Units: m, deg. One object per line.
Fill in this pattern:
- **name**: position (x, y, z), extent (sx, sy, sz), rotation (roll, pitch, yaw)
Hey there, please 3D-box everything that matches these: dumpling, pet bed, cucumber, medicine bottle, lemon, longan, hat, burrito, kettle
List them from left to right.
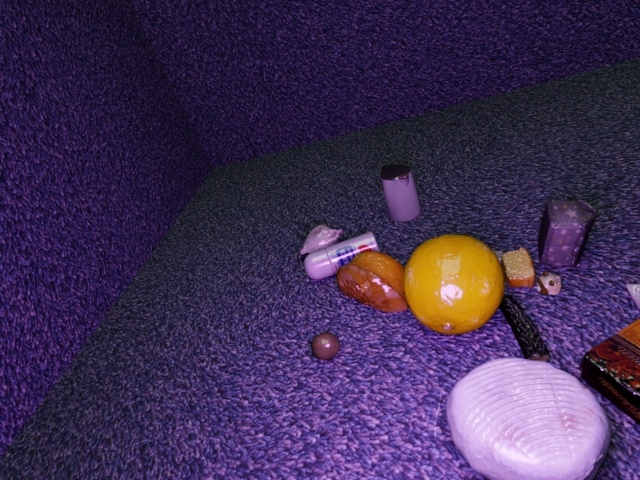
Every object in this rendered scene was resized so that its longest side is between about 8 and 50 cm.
- **dumpling**: position (0.000, 0.000, 2.022), extent (0.247, 0.142, 0.172), rotation (-24, -3, 8)
- **longan**: position (0.019, 0.377, 1.463), extent (0.106, 0.106, 0.119), rotation (-11, -6, 15)
- **medicine bottle**: position (0.090, 0.075, 1.830), extent (0.342, 0.130, 0.130), rotation (-19, 32, 3)
- **kettle**: position (0.381, -0.248, 2.030), extent (0.165, 0.255, 0.240), rotation (-30, 33, -9)
- **lemon**: position (0.437, 0.146, 1.354), extent (0.349, 0.347, 0.347), rotation (-15, 33, 10)
- **cucumber**: position (0.632, 0.265, 1.294), extent (0.072, 0.072, 0.300), rotation (-15, 33, 10)
- **hat**: position (0.787, 0.144, 1.401), extent (0.076, 0.059, 0.077), rotation (4, 35, 26)
- **pet bed**: position (0.882, -0.025, 1.456), extent (0.160, 0.210, 0.183), rotation (4, 38, 19)
- **burrito**: position (0.999, 0.172, 1.247), extent (0.075, 0.044, 0.118), rotation (-17, 35, 13)

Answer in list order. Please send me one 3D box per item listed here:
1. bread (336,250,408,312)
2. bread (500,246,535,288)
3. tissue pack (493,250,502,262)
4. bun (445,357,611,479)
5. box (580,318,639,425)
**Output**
- **bread**: position (0.209, 0.143, 1.617), extent (0.194, 0.178, 0.340), rotation (-40, 37, -28)
- **bread**: position (0.724, 0.102, 1.493), extent (0.103, 0.065, 0.187), rotation (-11, 35, 18)
- **tissue pack**: position (0.663, 0.064, 1.618), extent (0.108, 0.023, 0.056), rotation (-1, 37, 29)
- **bun**: position (0.492, 0.452, 0.984), extent (0.355, 0.194, 0.354), rotation (-15, 30, 9)
- **box**: position (0.924, 0.307, 1.026), extent (0.416, 0.115, 0.264), rotation (-26, 34, -9)
